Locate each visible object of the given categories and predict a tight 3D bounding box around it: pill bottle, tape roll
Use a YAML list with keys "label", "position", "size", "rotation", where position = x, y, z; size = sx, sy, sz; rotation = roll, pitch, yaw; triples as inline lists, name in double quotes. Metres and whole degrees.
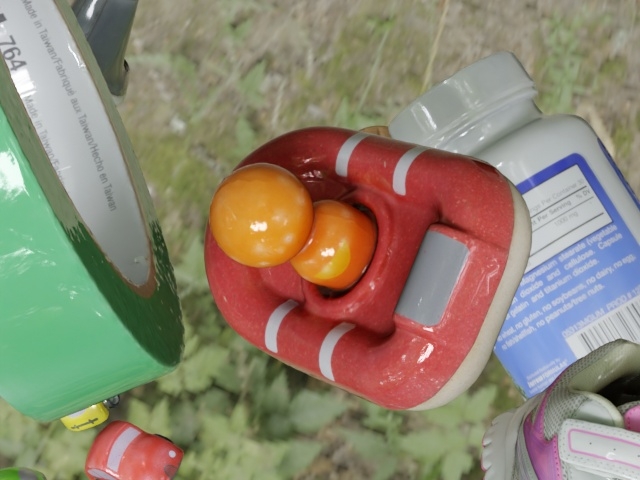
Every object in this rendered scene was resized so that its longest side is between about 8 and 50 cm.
- label: "pill bottle"
  position: [0.166, 0.002, 1.346]
  size: [0.152, 0.152, 0.272]
  rotation: [-37, 80, 30]
- label: "tape roll"
  position: [-0.171, -0.064, 0.974]
  size: [0.077, 0.321, 0.321]
  rotation: [-22, 115, 4]

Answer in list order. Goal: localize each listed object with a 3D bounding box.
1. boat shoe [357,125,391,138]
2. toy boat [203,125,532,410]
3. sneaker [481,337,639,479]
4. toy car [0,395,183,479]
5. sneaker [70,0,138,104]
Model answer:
- label: "boat shoe"
  position: [0.141, 0.016, 1.577]
  size: [0.342, 0.123, 0.123]
  rotation: [28, 167, -14]
- label: "toy boat"
  position: [0.000, 0.000, 1.053]
  size: [0.151, 0.231, 0.151]
  rotation: [24, 86, -35]
- label: "sneaker"
  position: [0.136, 0.134, 0.880]
  size: [0.103, 0.252, 0.111]
  rotation: [23, 123, -14]
- label: "toy car"
  position: [-0.246, 0.202, 1.643]
  size: [0.225, 0.239, 0.053]
  rotation: [-42, 124, 3]
- label: "sneaker"
  position: [-0.217, -0.207, 1.857]
  size: [0.083, 0.222, 0.118]
  rotation: [31, 99, 0]
